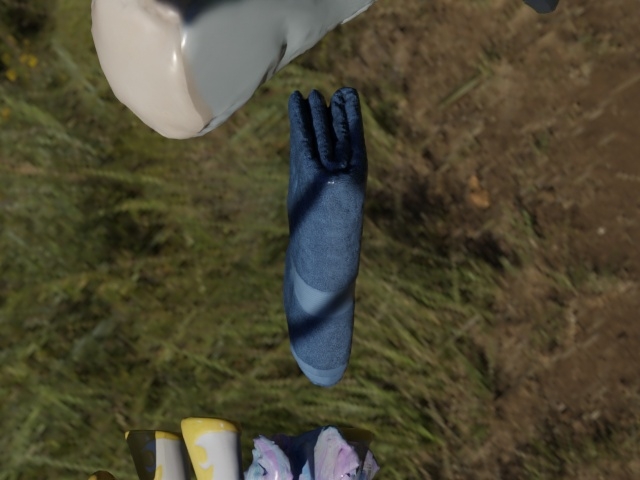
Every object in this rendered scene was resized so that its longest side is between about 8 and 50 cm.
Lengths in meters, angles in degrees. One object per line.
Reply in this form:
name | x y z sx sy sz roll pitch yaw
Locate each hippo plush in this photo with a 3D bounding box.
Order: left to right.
hippo plush | -0.060 -0.208 0.674 0.294 0.234 0.236 -27 41 -37

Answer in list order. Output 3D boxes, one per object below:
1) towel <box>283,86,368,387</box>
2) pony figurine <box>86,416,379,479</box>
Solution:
towel | 0.000 0.000 0.604 0.029 0.119 0.067 0 41 -6
pony figurine | -0.050 0.312 1.025 0.351 0.303 0.363 -6 74 33
